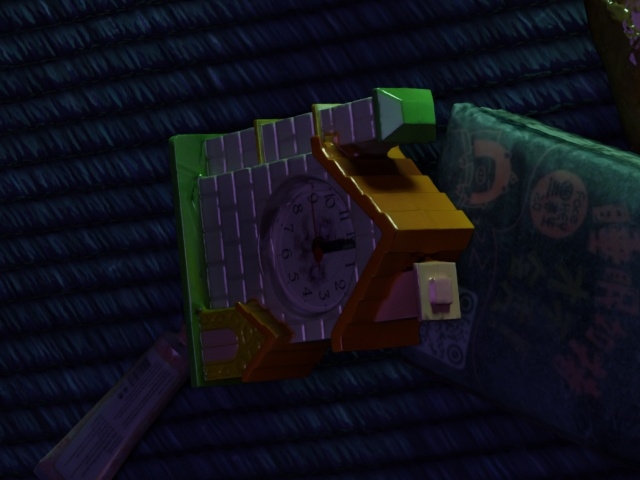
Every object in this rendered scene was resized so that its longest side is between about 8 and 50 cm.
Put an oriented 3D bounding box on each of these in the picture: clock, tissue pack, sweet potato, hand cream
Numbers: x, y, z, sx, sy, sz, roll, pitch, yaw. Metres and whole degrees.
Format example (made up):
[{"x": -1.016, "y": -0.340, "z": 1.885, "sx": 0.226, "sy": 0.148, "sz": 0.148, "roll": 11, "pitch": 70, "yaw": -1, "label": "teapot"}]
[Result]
[{"x": 0.000, "y": 0.000, "z": 1.578, "sx": 0.255, "sy": 0.106, "sz": 0.220, "roll": -11, "pitch": 83, "yaw": 48, "label": "clock"}, {"x": 0.213, "y": 0.041, "z": 1.515, "sx": 0.316, "sy": 0.103, "sz": 0.228, "roll": 23, "pitch": 106, "yaw": 39, "label": "tissue pack"}, {"x": 0.284, "y": -0.105, "z": 1.573, "sx": 0.109, "sy": 0.109, "sz": 0.385, "roll": -9, "pitch": 90, "yaw": 15, "label": "sweet potato"}, {"x": -0.173, "y": 0.156, "z": 1.718, "sx": 0.067, "sy": 0.043, "sz": 0.209, "roll": 45, "pitch": 104, "yaw": 15, "label": "hand cream"}]
